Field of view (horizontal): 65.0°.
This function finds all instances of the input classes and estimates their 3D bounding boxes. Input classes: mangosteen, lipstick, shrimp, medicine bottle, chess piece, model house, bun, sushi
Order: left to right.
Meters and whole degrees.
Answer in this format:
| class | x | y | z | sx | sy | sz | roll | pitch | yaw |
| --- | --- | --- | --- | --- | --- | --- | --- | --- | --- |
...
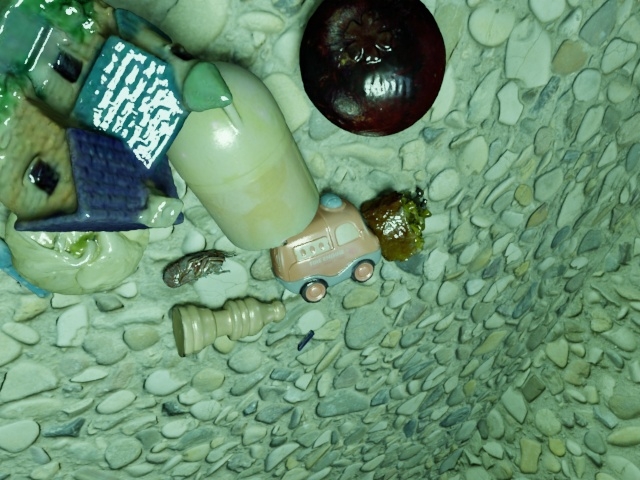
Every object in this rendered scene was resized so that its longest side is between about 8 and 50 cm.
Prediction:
| class | x | y | z | sx | sy | sz | roll | pitch | yaw |
| --- | --- | --- | --- | --- | --- | --- | --- | --- | --- |
| lipstick | -0.620 | 0.059 | 1.038 | 0.048 | 0.048 | 0.157 | -34 | 135 | -4 |
| bun | -0.477 | 0.004 | 0.987 | 0.260 | 0.160 | 0.258 | -10 | 115 | -22 |
| model house | -0.296 | -0.155 | 0.698 | 0.312 | 0.280 | 0.245 | -56 | 164 | 9 |
| shrimp | -0.291 | 0.064 | 1.231 | 0.190 | 0.075 | 0.073 | -22 | 100 | -29 |
| medicine bottle | -0.176 | -0.190 | 0.988 | 0.236 | 0.235 | 0.406 | -33 | 135 | -6 |
| chess piece | -0.234 | 0.213 | 1.357 | 0.308 | 0.124 | 0.138 | -10 | 95 | -30 |
| mangosteen | 0.099 | -0.353 | 1.013 | 0.298 | 0.293 | 0.296 | 0 | 91 | -10 |
| sushi | 0.227 | -0.047 | 1.409 | 0.179 | 0.166 | 0.296 | -21 | 129 | 14 |

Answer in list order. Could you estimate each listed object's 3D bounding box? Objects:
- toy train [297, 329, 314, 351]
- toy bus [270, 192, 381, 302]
| class | x | y | z | sx | sy | sz | roll | pitch | yaw |
| --- | --- | --- | --- | --- | --- | --- | --- | --- | --- |
| toy train | -0.050 | 0.322 | 1.608 | 0.017 | 0.017 | 0.083 | 30 | 105 | -40 |
| toy bus | 0.000 | 0.000 | 1.286 | 0.288 | 0.194 | 0.231 | -23 | 118 | -9 |
